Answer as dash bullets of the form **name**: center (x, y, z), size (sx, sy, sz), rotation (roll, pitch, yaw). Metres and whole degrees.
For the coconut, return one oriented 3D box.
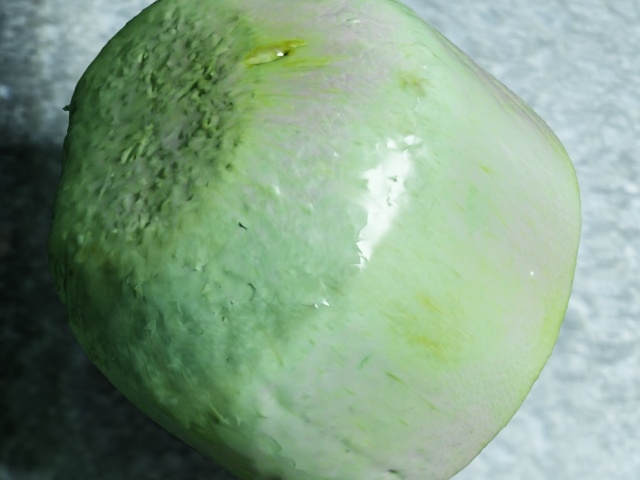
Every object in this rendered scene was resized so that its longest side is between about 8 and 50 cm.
- **coconut**: center (0.000, 0.000, 0.816), size (0.236, 0.236, 0.204), rotation (40, 91, 12)
